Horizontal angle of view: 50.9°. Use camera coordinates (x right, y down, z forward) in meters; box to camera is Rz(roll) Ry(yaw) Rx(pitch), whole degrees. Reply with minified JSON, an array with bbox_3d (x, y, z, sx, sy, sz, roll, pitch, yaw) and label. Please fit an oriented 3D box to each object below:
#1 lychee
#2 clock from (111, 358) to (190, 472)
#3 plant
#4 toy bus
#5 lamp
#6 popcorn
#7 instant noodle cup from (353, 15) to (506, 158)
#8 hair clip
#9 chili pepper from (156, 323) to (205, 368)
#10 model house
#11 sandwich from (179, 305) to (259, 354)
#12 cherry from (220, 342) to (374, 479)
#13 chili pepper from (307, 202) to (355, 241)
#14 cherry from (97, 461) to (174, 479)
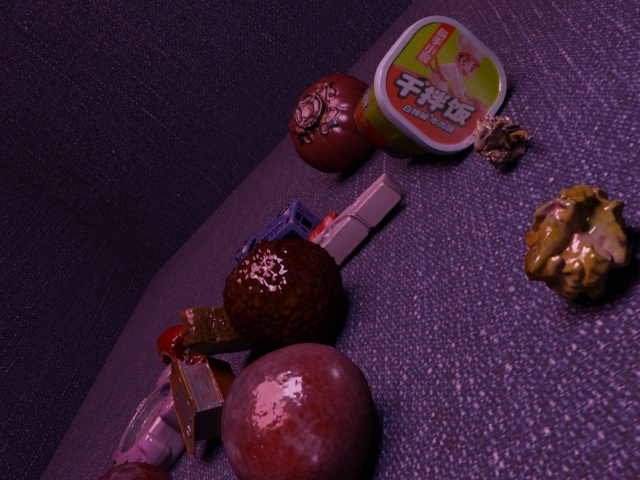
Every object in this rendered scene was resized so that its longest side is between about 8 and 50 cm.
[{"bbox_3d":[-0.073,0.112,1.388,0.260,0.260,0.261,-45,17,18],"label":"lychee"},{"bbox_3d":[-0.416,0.484,1.723,0.322,0.113,0.295,-53,17,-4],"label":"clock"},{"bbox_3d":[0.339,-0.191,1.213,0.116,0.104,0.122,-47,19,-28],"label":"plant"},{"bbox_3d":[-0.130,0.024,1.943,0.292,0.125,0.133,-39,20,30],"label":"toy bus"},{"bbox_3d":[0.046,-0.356,2.049,0.303,0.257,0.303,-12,72,40],"label":"lamp"},{"bbox_3d":[0.318,0.001,0.834,0.126,0.126,0.145,80,-151,-79],"label":"popcorn"},{"bbox_3d":[0.225,-0.323,1.557,0.294,0.294,0.308,-53,10,-10],"label":"instant noodle cup"},{"bbox_3d":[0.062,-0.016,1.595,0.331,0.085,0.101,-44,10,20],"label":"hair clip"},{"bbox_3d":[-0.450,0.330,2.121,0.134,0.131,0.338,-47,12,-23],"label":"chili pepper"},{"bbox_3d":[-0.248,0.346,1.506,0.219,0.135,0.208,-124,32,-47],"label":"model house"},{"bbox_3d":[-0.225,0.211,1.563,0.254,0.288,0.100,-23,74,48],"label":"sandwich"},{"bbox_3d":[-0.037,0.270,1.012,0.236,0.212,0.285,-51,23,29],"label":"cherry"},{"bbox_3d":[0.000,0.000,1.772,0.272,0.063,0.071,-49,4,15],"label":"chili pepper"},{"bbox_3d":[-0.358,0.548,1.284,0.300,0.203,0.230,-1,48,51],"label":"cherry"}]
